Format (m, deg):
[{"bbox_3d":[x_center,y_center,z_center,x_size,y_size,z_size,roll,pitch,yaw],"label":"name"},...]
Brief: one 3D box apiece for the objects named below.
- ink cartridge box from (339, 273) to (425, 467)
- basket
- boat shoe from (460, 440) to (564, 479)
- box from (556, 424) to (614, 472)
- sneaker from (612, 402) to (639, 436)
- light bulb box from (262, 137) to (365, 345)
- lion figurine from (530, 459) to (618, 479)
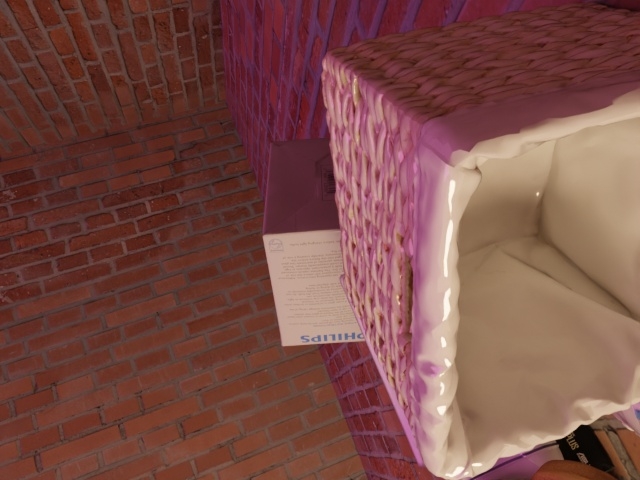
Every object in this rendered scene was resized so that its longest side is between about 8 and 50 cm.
[{"bbox_3d":[0.225,0.125,0.774,0.071,0.330,0.324,12,-129,-57],"label":"ink cartridge box"},{"bbox_3d":[0.190,-0.022,0.485,0.266,0.331,0.328,-123,21,-53],"label":"basket"},{"bbox_3d":[0.275,0.351,0.757,0.258,0.095,0.084,93,159,-57],"label":"boat shoe"},{"bbox_3d":[0.342,0.313,0.814,0.180,0.077,0.147,97,152,-58],"label":"box"},{"bbox_3d":[0.374,0.186,0.550,0.092,0.087,0.229,75,172,-50],"label":"sneaker"},{"bbox_3d":[0.000,0.000,1.233,0.358,0.225,0.361,-92,-2,-48],"label":"light bulb box"},{"bbox_3d":[0.263,0.326,0.581,0.240,0.142,0.392,33,134,17],"label":"lion figurine"}]
